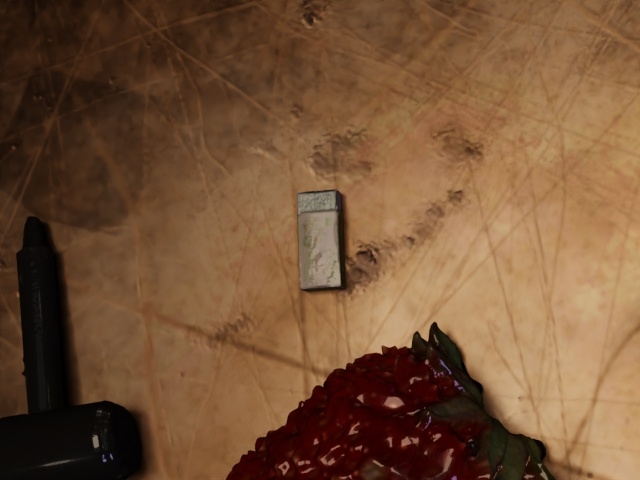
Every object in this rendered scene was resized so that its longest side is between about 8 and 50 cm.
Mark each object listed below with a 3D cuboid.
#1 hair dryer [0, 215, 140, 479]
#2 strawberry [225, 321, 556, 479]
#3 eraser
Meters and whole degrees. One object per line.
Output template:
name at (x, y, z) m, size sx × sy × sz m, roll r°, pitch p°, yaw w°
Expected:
hair dryer at (-0.224, 0.095, 1.474) m, size 0.114 × 0.070 × 0.248 m, roll -11°, pitch 69°, yaw 15°
strawberry at (0.029, 0.227, 1.335) m, size 0.306 × 0.138 × 0.233 m, roll -40°, pitch 74°, yaw 5°
eraser at (0.000, 0.000, 1.439) m, size 0.038 × 0.019 × 0.083 m, roll -5°, pitch 79°, yaw 17°
